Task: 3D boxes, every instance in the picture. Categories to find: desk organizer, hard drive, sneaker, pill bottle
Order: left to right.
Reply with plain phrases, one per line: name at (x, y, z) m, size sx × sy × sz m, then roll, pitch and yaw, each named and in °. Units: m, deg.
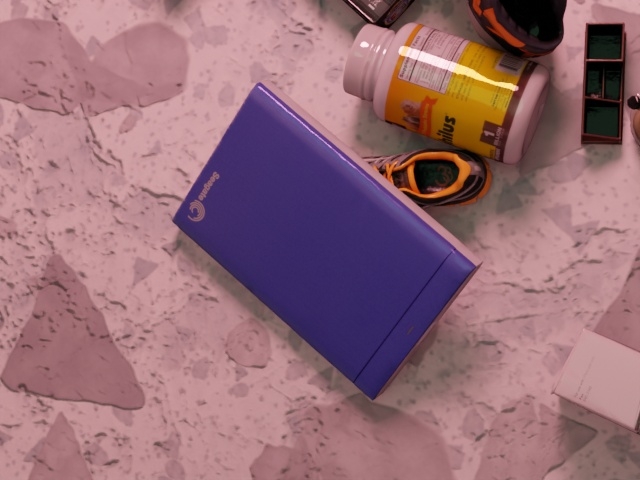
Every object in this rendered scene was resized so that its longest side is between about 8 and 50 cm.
hard drive at (0.000, 0.000, 1.556) m, size 0.319 × 0.040 × 0.210 m, roll 41°, pitch 118°, yaw 12°
sneaker at (0.083, -0.065, 1.563) m, size 0.215 × 0.083 × 0.084 m, roll -14°, pitch 83°, yaw 12°
pill bottle at (0.139, -0.170, 1.543) m, size 0.215 × 0.117 × 0.117 m, roll 21°, pitch 89°, yaw 13°
sneaker at (0.174, -0.338, 1.469) m, size 0.125 × 0.180 × 0.321 m, roll -37°, pitch 103°, yaw 2°
desk organizer at (0.315, -0.175, 1.540) m, size 0.047 × 0.050 × 0.130 m, roll 2°, pitch 85°, yaw 12°

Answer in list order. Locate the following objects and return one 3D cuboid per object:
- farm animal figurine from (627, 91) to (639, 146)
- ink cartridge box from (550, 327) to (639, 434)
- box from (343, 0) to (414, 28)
farm animal figurine at (0.529, -0.112, 1.432) m, size 0.327 × 0.172 × 0.330 m, roll -42°, pitch 63°, yaw 24°
ink cartridge box at (0.349, 0.166, 1.453) m, size 0.191 × 0.139 × 0.082 m, roll 26°, pitch 91°, yaw 13°
box at (0.046, -0.410, 1.616) m, size 0.270 × 0.060 × 0.216 m, roll 44°, pitch 93°, yaw 12°
